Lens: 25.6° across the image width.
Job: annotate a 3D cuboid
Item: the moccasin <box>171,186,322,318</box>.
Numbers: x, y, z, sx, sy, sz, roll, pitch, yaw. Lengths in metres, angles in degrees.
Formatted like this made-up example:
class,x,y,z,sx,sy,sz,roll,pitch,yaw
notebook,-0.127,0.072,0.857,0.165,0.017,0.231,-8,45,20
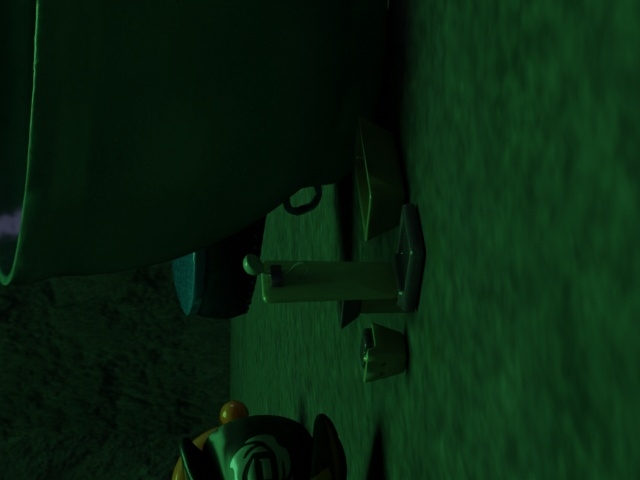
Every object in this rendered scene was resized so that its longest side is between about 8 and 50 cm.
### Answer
class,x,y,z,sx,sy,sz,roll,pitch,yaw
moccasin,-0.040,-0.107,0.997,0.138,0.117,0.342,128,148,-62

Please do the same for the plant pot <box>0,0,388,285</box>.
class,x,y,z,sx,sy,sz,roll,pitch,yaw
plant pot,-0.079,-0.120,0.796,0.293,0.196,0.293,-179,90,-73

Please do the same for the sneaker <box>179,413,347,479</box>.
class,x,y,z,sx,sy,sz,roll,pitch,yaw
sneaker,-0.036,0.183,0.735,0.321,0.125,0.180,116,147,-83

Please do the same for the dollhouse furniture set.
class,x,y,z,sx,sy,sz,roll,pitch,yaw
dollhouse furniture set,0.000,0.000,0.706,0.114,0.081,0.091,-96,8,-46

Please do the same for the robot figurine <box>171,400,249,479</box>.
class,x,y,z,sx,sy,sz,roll,pitch,yaw
robot figurine,-0.079,0.245,1.319,0.158,0.128,0.219,49,165,10
